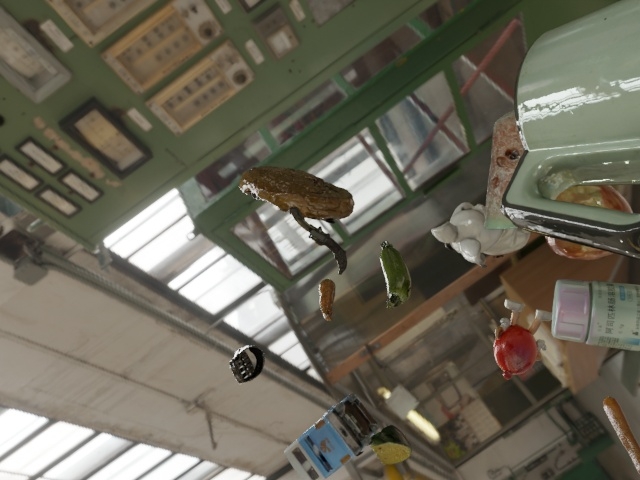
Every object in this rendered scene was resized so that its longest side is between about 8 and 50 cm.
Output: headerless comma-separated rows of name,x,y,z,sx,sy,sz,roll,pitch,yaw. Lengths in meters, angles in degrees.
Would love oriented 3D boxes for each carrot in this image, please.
carrot,0.823,0.533,1.474,0.043,0.043,0.247,50,-159,-47
carrot,0.019,0.155,1.468,0.047,0.047,0.191,53,-167,-17

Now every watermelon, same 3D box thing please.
watermelon,0.378,-0.154,1.090,0.154,0.095,0.241,-60,-34,-44
watermelon,0.196,0.545,1.452,0.075,0.092,0.181,26,154,35

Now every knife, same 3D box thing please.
knife,0.005,-0.004,1.171,0.222,0.045,0.021,51,176,-38

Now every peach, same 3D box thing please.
peach,0.741,-0.065,1.558,0.232,0.232,0.256,54,-164,-8

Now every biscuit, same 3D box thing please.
biscuit,-0.053,-0.128,1.371,0.296,0.075,0.296,16,-163,-5

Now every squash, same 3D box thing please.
squash,0.212,0.101,1.560,0.318,0.080,0.071,-87,4,-61

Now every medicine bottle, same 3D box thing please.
medicine bottle,0.561,0.147,1.115,0.135,0.169,0.135,5,-90,-69

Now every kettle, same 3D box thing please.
kettle,0.405,-0.135,0.604,0.250,0.361,0.377,35,166,-25

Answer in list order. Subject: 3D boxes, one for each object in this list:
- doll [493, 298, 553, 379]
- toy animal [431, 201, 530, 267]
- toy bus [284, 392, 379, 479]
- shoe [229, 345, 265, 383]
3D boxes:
doll,0.560,0.286,1.554,0.183,0.217,0.085,19,173,-13
toy animal,0.452,-0.020,1.542,0.208,0.325,0.154,39,133,22
toy bus,0.035,0.400,1.138,0.106,0.131,0.297,50,-176,15
shoe,-0.126,0.221,1.005,0.062,0.053,0.159,59,180,4
